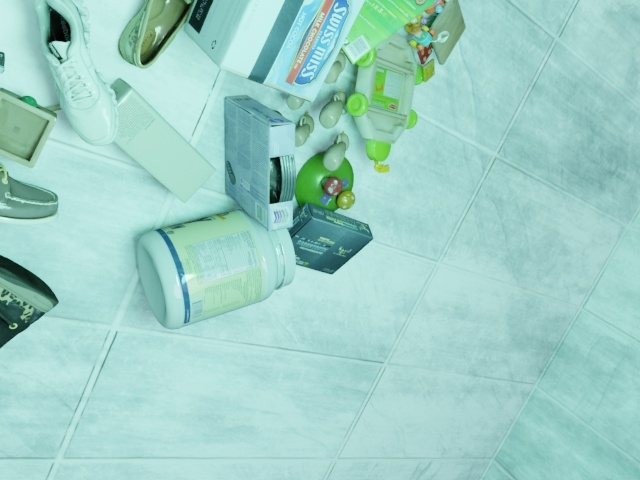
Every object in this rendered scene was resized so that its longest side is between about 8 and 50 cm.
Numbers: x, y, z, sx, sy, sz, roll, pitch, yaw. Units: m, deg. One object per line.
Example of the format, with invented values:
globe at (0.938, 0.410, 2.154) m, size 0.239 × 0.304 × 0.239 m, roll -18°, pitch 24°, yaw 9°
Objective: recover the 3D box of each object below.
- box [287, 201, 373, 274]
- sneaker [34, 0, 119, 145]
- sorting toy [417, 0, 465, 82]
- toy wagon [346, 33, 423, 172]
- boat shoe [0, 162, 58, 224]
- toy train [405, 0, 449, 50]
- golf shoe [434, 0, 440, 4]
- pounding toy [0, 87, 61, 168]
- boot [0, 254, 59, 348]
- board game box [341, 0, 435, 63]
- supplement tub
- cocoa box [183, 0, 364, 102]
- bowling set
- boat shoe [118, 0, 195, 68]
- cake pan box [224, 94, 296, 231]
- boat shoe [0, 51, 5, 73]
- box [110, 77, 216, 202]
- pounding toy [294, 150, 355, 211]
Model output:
box at (0.000, 0.000, 1.757) m, size 0.232 × 0.059 × 0.183 m, roll 18°, pitch 131°, yaw -40°
sneaker at (-0.461, -0.316, 1.211) m, size 0.109 × 0.118 × 0.292 m, roll -16°, pitch 105°, yaw -4°
sorting toy at (0.317, -0.552, 1.714) m, size 0.275 × 0.046 × 0.132 m, roll -59°, pitch 147°, yaw -10°
toy wagon at (0.160, -0.347, 1.655) m, size 0.267 × 0.068 × 0.345 m, roll -1°, pitch 103°, yaw -53°
boat shoe at (-0.660, -0.109, 1.244) m, size 0.324 × 0.116 × 0.097 m, roll 13°, pitch 110°, yaw -33°
toy train at (0.266, -0.555, 1.630) m, size 0.125 × 0.166 × 0.046 m, roll -21°, pitch 141°, yaw 29°
golf shoe at (0.156, -0.589, 1.540) m, size 0.306 × 0.140 × 0.115 m, roll -20°, pitch 126°, yaw -24°
pounding toy at (-0.573, -0.230, 1.262) m, size 0.130 × 0.100 × 0.141 m, roll 26°, pitch 96°, yaw -27°
boot at (-0.760, 0.131, 1.297) m, size 0.284 × 0.138 × 0.377 m, roll -49°, pitch 138°, yaw -2°
board game box at (0.142, -0.532, 1.485) m, size 0.259 × 0.039 × 0.124 m, roll -36°, pitch 105°, yaw 5°
supplement tub at (-0.247, 0.058, 1.547) m, size 0.324 × 0.235 × 0.236 m, roll -16°, pitch 123°, yaw -28°
cocoa box at (-0.069, -0.489, 1.254) m, size 0.227 × 0.231 × 0.347 m, roll 11°, pitch 118°, yaw -39°
bowling set at (-0.031, -0.323, 1.579) m, size 0.154 × 0.199 × 0.287 m, roll -65°, pitch 160°, yaw -55°
boat shoe at (-0.301, -0.473, 1.309) m, size 0.104 × 0.089 × 0.285 m, roll 23°, pitch 100°, yaw -41°
cake pan box at (-0.142, -0.179, 1.470) m, size 0.070 × 0.267 × 0.246 m, roll -13°, pitch 119°, yaw -26°
boat shoe at (-0.645, -0.338, 1.172) m, size 0.142 × 0.049 × 0.040 m, roll 6°, pitch 106°, yaw -44°
box at (-0.362, -0.212, 1.409) m, size 0.113 × 0.094 × 0.275 m, roll -46°, pitch 132°, yaw -5°
pounding toy at (0.028, -0.111, 1.734) m, size 0.182 × 0.110 × 0.237 m, roll 0°, pitch 114°, yaw -35°
